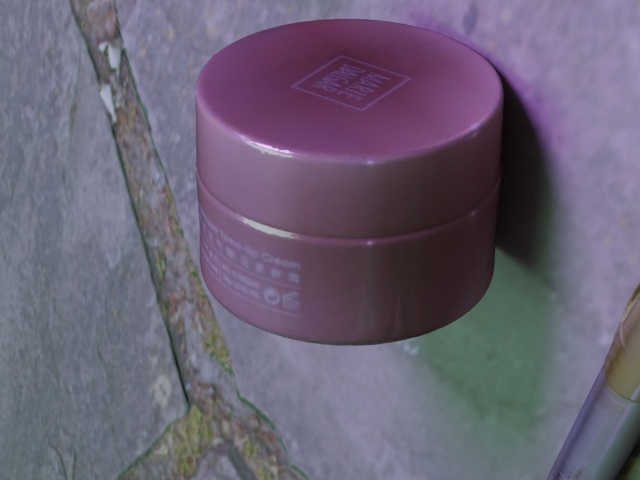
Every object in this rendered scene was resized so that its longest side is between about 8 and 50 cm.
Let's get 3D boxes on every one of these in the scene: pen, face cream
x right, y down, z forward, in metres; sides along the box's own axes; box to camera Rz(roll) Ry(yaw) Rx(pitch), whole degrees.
[{"bbox_3d":[0.133,0.086,0.923,0.233,0.032,0.040,108,163,-50],"label":"pen"},{"bbox_3d":[0.014,-0.031,0.960,0.149,0.149,0.104,43,142,48],"label":"face cream"}]
